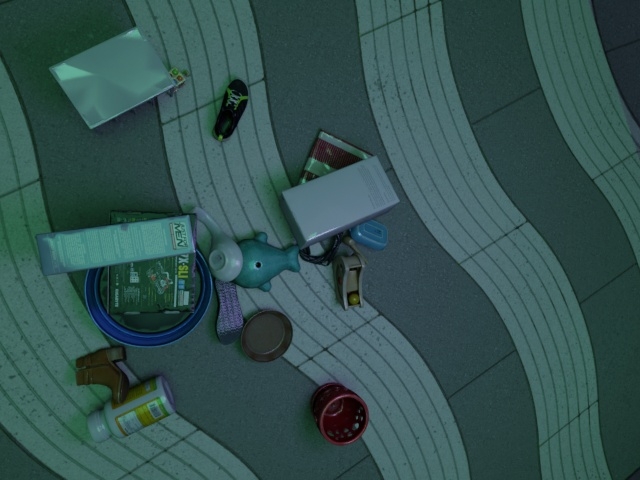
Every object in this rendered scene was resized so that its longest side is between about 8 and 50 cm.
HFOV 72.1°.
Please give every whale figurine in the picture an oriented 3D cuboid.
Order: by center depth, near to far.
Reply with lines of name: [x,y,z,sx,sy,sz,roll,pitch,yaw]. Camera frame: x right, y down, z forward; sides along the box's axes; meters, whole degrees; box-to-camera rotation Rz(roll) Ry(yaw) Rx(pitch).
whale figurine: [-0.188,0.076,1.540,0.272,0.141,0.216,-4,92,-24]

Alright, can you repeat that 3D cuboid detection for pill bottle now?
pill bottle: [-0.618,0.558,1.445,0.246,0.136,0.136,-23,101,-15]

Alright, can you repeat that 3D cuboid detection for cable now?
cable: [0.000,0.000,1.637,0.151,0.047,0.184,25,103,-7]

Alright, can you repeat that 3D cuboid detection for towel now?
towel: [0.042,-0.218,1.648,0.237,0.037,0.328,23,87,-17]

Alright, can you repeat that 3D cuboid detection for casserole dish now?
casserole dish: [0.192,-0.033,1.676,0.189,0.037,0.114,22,60,-27]

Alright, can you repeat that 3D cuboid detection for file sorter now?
file sorter: [-0.617,-0.476,1.346,0.278,0.173,0.192,-34,102,-13]

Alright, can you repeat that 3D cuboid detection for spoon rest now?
spoon rest: [-0.349,0.011,1.477,0.137,0.084,0.276,-37,75,21]

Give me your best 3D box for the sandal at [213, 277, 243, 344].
sandal: [-0.329,0.240,1.563,0.097,0.054,0.254,-1,85,-25]

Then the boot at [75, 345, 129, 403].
boot: [-0.703,0.445,1.411,0.153,0.072,0.197,-13,55,-9]

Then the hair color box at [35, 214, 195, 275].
hair color box: [-0.554,0.006,1.239,0.375,0.185,0.113,-8,95,-16]

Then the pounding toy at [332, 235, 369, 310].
pounding toy: [0.138,0.117,1.641,0.155,0.154,0.269,-9,97,-17]

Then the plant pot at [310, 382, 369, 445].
plant pot: [0.063,0.634,1.646,0.191,0.174,0.190,-2,95,-17]

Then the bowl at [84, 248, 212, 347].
bowl: [-0.562,0.157,1.463,0.392,0.077,0.390,-1,94,-17]

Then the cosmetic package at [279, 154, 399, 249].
cosmetic package: [0.061,-0.132,1.538,0.366,0.155,0.196,-22,82,-13]

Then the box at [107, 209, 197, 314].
box: [-0.527,0.069,1.388,0.258,0.079,0.321,1,94,-19]

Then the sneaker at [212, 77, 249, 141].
sneaker: [-0.297,-0.441,1.490,0.084,0.097,0.234,18,89,-18]

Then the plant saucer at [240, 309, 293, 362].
plant saucer: [-0.198,0.345,1.604,0.199,0.036,0.198,-4,99,-26]

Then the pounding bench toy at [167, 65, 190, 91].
pounding bench toy: [-0.466,-0.539,1.446,0.083,0.065,0.052,-41,105,-11]
